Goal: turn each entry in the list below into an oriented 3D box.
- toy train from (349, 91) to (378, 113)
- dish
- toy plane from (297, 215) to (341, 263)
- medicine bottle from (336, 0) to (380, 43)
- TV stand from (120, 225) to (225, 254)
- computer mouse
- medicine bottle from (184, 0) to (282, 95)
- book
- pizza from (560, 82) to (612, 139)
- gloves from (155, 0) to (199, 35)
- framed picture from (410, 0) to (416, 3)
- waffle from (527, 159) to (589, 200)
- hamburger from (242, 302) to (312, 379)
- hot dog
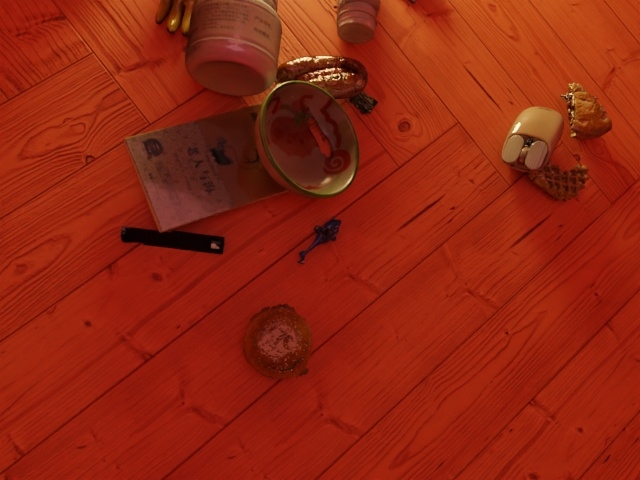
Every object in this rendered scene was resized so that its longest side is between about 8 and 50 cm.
[{"bbox_3d":[0.123,-0.408,1.705,0.083,0.033,0.053,43,68,-1],"label":"toy train"},{"bbox_3d":[-0.055,-0.253,1.567,0.324,0.124,0.323,13,70,-37],"label":"dish"},{"bbox_3d":[0.000,0.000,1.589,0.167,0.054,0.062,-42,115,-17],"label":"toy plane"},{"bbox_3d":[0.117,-0.741,1.694,0.124,0.179,0.323,7,78,-12],"label":"medicine bottle"},{"bbox_3d":[-0.376,-0.002,1.501,0.257,0.049,0.040,8,78,-11],"label":"TV stand"},{"bbox_3d":[0.638,-0.310,1.753,0.145,0.082,0.236,24,69,25],"label":"computer mouse"},{"bbox_3d":[-0.222,-0.565,1.549,0.242,0.241,0.301,8,77,-11],"label":"medicine bottle"},{"bbox_3d":[-0.285,-0.199,1.547,0.389,0.032,0.268,-22,84,-23],"label":"book"},{"bbox_3d":[0.817,-0.406,1.844,0.154,0.069,0.193,-13,75,-15],"label":"pizza"},{"bbox_3d":[-0.365,-0.705,1.627,0.133,0.116,0.294,14,82,-2],"label":"gloves"},{"bbox_3d":[0.285,-0.827,1.837,0.109,0.011,0.149,33,74,-5],"label":"framed picture"},{"bbox_3d":[0.720,-0.206,1.789,0.194,0.051,0.149,37,73,2],"label":"waffle"},{"bbox_3d":[-0.103,0.253,1.478,0.182,0.118,0.190,19,71,-12],"label":"hamburger"},{"bbox_3d":[0.000,-0.460,1.652,0.268,0.075,0.144,-10,71,-7],"label":"hot dog"}]
